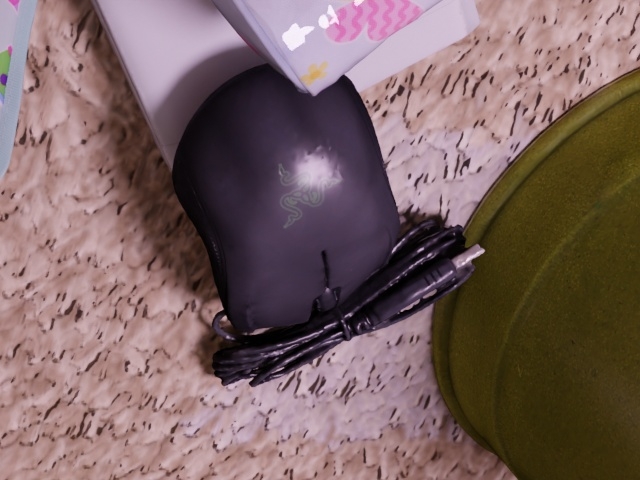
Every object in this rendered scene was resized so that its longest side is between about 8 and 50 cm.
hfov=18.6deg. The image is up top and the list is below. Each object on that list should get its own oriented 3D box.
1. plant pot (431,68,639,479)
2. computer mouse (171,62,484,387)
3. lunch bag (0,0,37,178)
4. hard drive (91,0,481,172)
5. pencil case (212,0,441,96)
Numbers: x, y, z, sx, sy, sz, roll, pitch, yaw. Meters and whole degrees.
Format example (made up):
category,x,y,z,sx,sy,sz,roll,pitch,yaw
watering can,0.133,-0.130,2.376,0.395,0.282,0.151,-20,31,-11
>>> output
category,x,y,z,sx,sy,sz,roll,pitch,yaw
plant pot,0.312,0.118,1.259,0.367,0.353,0.366,-15,131,-18
computer mouse,0.000,0.000,1.150,0.188,0.072,0.272,-28,145,-4
lunch bag,-0.276,-0.059,0.931,0.223,0.160,0.262,24,99,-36
hard drive,-0.040,-0.193,1.036,0.203,0.040,0.307,-28,134,-7
pencil case,0.058,-0.193,0.983,0.273,0.113,0.124,-39,125,2
